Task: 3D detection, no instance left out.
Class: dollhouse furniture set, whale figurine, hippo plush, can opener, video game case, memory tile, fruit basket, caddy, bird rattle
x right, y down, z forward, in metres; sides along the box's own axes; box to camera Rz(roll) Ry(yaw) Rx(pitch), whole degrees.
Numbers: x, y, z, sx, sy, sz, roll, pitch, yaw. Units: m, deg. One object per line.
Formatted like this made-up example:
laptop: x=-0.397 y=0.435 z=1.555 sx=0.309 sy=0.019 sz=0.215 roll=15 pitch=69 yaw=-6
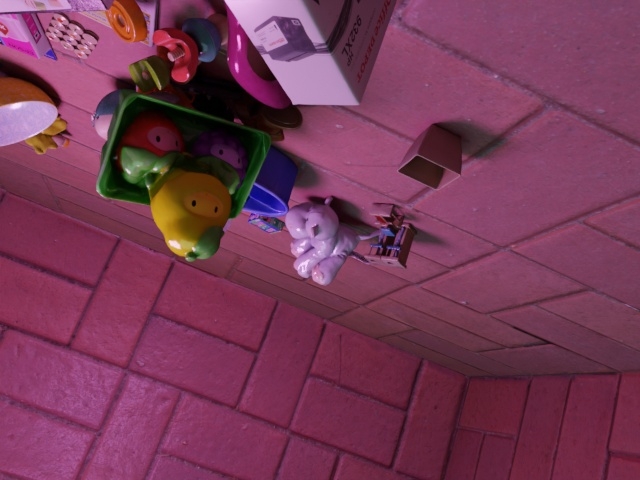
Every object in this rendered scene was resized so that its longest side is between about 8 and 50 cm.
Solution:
dollhouse furniture set: x=0.187 y=-0.014 z=1.802 sx=0.128 sy=0.129 sz=0.183 roll=6 pitch=158 yaw=36
whale figurine: x=-0.486 y=-0.337 z=1.638 sx=0.272 sy=0.141 sz=0.216 roll=3 pitch=177 yaw=-41
hippo plush: x=0.000 y=0.000 z=1.875 sx=0.294 sy=0.234 sz=0.236 roll=11 pitch=160 yaw=28
can opener: x=-0.269 y=-0.366 z=1.385 sx=0.186 sy=0.059 sz=0.073 roll=20 pitch=161 yaw=2
video game case: x=-0.446 y=-0.510 z=1.214 sx=0.226 sy=0.026 sz=0.206 roll=23 pitch=162 yaw=-12
memory tile: x=-0.609 y=-0.498 z=1.439 sx=0.113 sy=0.012 sz=0.148 roll=30 pitch=159 yaw=-28
fruit basket: x=-0.296 y=-0.148 z=1.322 sx=0.391 sy=0.283 sz=0.392 roll=23 pitch=-160 yaw=-9
caddy: x=-0.232 y=-0.181 z=1.691 sx=0.341 sy=0.179 sz=0.241 roll=29 pitch=161 yaw=-27
bird rattle: x=-0.986 y=-0.377 z=2.020 sx=0.253 sy=0.143 sz=0.207 roll=18 pitch=178 yaw=15

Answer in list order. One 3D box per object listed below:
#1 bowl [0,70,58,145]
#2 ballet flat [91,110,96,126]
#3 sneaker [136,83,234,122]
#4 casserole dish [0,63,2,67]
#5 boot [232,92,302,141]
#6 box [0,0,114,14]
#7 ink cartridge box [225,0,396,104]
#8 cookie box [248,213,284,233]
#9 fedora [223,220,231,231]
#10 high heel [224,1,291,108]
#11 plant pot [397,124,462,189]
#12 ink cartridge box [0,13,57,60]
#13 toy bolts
bowl: x=-0.968 y=-0.415 z=1.778 sx=0.156 sy=0.289 sz=0.289 roll=65 pitch=158 yaw=3
ballet flat: x=-0.690 y=-0.383 z=1.829 sx=0.041 sy=0.041 sz=0.114 roll=32 pitch=158 yaw=-31
sneaker: x=-0.342 y=-0.351 z=1.493 sx=0.262 sy=0.099 sz=0.121 roll=21 pitch=-166 yaw=-34
casserole dish: x=-1.021 y=-0.546 z=1.698 sx=0.114 sy=0.037 sz=0.188 roll=0 pitch=152 yaw=46
boot: x=-0.111 y=-0.285 z=1.441 sx=0.197 sy=0.073 sz=0.152 roll=26 pitch=164 yaw=23
box: x=-0.477 y=-0.488 z=1.030 sx=0.289 sy=0.169 sz=0.087 roll=6 pitch=152 yaw=19
ink cartridge box: x=-0.014 y=-0.373 z=0.833 sx=0.129 sy=0.223 sz=0.307 roll=9 pitch=159 yaw=28
cookie box: x=-0.204 y=-0.067 z=2.205 sx=0.107 sy=0.040 sz=0.091 roll=29 pitch=159 yaw=-27
fedora: x=-0.400 y=-0.158 z=1.971 sx=0.275 sy=0.124 sz=0.243 roll=39 pitch=140 yaw=-19
high heel: x=-0.090 y=-0.366 z=1.071 sx=0.181 sy=0.127 sz=0.377 roll=21 pitch=162 yaw=32
plant pot: x=0.248 y=-0.188 z=1.292 sx=0.109 sy=0.096 sz=0.109 roll=23 pitch=163 yaw=-10
ink cartridge box: x=-0.770 y=-0.544 z=1.405 sx=0.175 sy=0.069 sz=0.371 roll=21 pitch=164 yaw=-3
toy bolts: x=-0.288 y=-0.418 z=1.177 sx=0.228 sy=0.158 sz=0.218 roll=11 pitch=134 yaw=44
